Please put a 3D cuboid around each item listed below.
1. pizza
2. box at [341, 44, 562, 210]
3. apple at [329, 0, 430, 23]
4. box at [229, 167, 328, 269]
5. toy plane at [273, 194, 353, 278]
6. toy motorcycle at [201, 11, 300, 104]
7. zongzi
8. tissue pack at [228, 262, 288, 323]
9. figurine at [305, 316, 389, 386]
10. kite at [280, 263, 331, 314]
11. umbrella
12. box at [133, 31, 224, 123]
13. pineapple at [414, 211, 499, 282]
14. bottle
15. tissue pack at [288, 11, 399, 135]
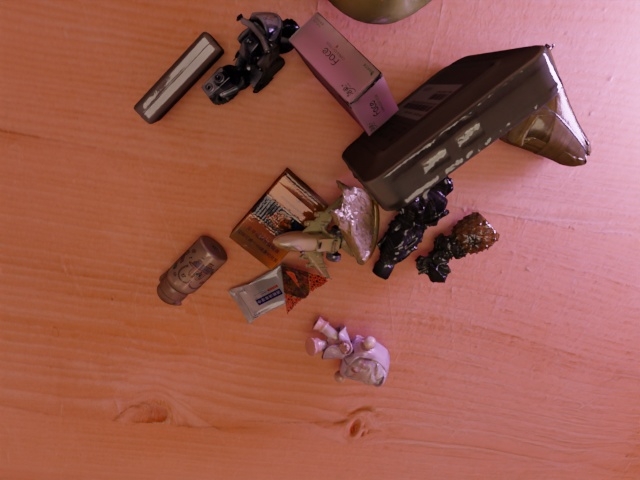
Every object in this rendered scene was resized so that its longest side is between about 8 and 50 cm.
[{"bbox_3d":[0.098,-0.063,1.054,0.034,0.181,0.262,6,152,34],"label":"pizza"},{"bbox_3d":[0.236,-0.250,0.887,0.396,0.396,0.111,-37,109,8],"label":"box"},{"bbox_3d":[0.125,-0.618,0.791,0.357,0.357,0.358,-1,109,-3],"label":"apple"},{"bbox_3d":[-0.111,-0.055,1.105,0.152,0.070,0.237,40,101,-14],"label":"box"},{"bbox_3d":[0.000,0.000,1.067,0.256,0.104,0.242,-9,120,-40],"label":"toy plane"},{"bbox_3d":[-0.162,-0.416,0.934,0.270,0.159,0.106,-38,86,8],"label":"toy motorcycle"},{"bbox_3d":[0.606,-0.334,1.041,0.228,0.115,0.256,17,96,-13],"label":"zongzi"},{"bbox_3d":[-0.155,0.152,1.193,0.193,0.026,0.123,-27,108,5],"label":"tissue pack"},{"bbox_3d":[0.088,0.332,1.219,0.275,0.133,0.200,30,117,-8],"label":"figurine"},{"bbox_3d":[-0.074,0.114,1.145,0.125,0.008,0.222,51,128,6],"label":"kite"},{"bbox_3d":[0.222,-0.045,1.101,0.154,0.128,0.337,32,107,-15],"label":"umbrella"},{"bbox_3d":[-0.329,-0.378,0.961,0.243,0.103,0.055,-41,111,10],"label":"box"},{"bbox_3d":[0.367,0.023,1.134,0.237,0.119,0.111,-37,94,10],"label":"pineapple"},{"bbox_3d":[-0.362,0.083,1.124,0.209,0.097,0.110,-42,68,11],"label":"bottle"},{"bbox_3d":[0.053,-0.363,0.905,0.092,0.148,0.246,-41,63,10],"label":"tissue pack"}]
